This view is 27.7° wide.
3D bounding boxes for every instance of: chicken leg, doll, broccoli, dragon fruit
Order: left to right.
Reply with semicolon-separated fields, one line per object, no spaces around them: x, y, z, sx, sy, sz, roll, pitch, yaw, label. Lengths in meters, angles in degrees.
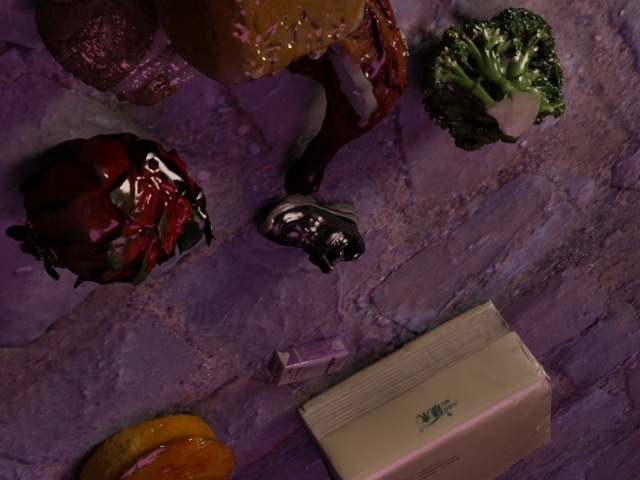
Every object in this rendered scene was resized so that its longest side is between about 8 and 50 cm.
-0.205;-0.199;1.224;0.114;0.105;0.221;4;166;31;doll
-0.224;-0.033;1.388;0.188;0.182;0.182;-24;149;-30;dragon fruit
0.019;-0.171;1.461;0.157;0.096;0.407;-5;149;-5;chicken leg
0.210;-0.193;1.569;0.195;0.156;0.195;-3;116;-6;broccoli

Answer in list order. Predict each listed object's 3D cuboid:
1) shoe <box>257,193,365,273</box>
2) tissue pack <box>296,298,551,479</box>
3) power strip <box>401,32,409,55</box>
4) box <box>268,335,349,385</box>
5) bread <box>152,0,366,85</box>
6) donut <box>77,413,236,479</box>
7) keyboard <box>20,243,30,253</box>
0.000;0.000;1.688;0.169;0.099;0.071;4;135;-43;shoe
0.182;0.307;2.162;0.380;0.207;0.297;-30;149;-4;tissue pack
0.065;-0.220;1.507;0.083;0.035;0.055;-13;144;-25;power strip
-0.018;0.183;1.981;0.117;0.036;0.051;-9;141;-31;box
-0.068;-0.273;1.181;0.195;0.176;0.246;-29;140;-24;bread
-0.249;0.363;1.950;0.253;0.118;0.253;-21;149;-14;donut
-0.279;0.006;1.535;0.155;0.010;0.053;13;127;-49;keyboard
